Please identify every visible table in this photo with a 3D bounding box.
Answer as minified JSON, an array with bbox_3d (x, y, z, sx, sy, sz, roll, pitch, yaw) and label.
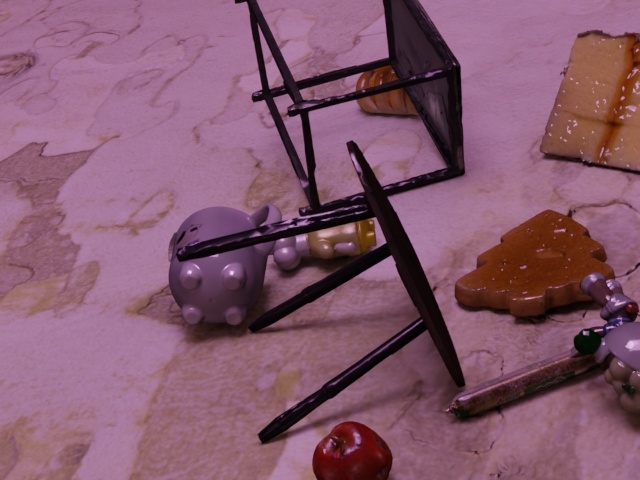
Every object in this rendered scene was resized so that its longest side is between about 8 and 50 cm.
[{"bbox_3d":[0.043,-0.252,2.109,0.272,0.222,0.335,-15,44,-8],"label":"table"},{"bbox_3d":[-0.010,0.056,1.615,0.249,0.317,0.317,-25,27,7],"label":"table"}]

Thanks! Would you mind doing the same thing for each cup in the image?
[{"bbox_3d":[-0.122,0.040,1.805,0.173,0.134,0.142,-13,28,9],"label":"cup"}]

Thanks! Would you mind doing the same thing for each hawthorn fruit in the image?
[{"bbox_3d":[0.032,0.236,1.433,0.093,0.093,0.093,-9,28,5],"label":"hawthorn fruit"}]

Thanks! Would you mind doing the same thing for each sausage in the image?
[{"bbox_3d":[0.268,0.155,1.550,0.269,0.033,0.033,-18,29,-13],"label":"sausage"}]

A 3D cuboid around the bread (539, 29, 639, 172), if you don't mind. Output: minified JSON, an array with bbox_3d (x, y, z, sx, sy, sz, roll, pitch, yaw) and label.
[{"bbox_3d":[0.458,-0.215,2.011,0.240,0.178,0.135,16,37,39],"label":"bread"}]

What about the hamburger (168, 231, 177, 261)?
[{"bbox_3d":[-0.179,0.013,1.971,0.084,0.054,0.121,-12,20,3],"label":"hamburger"}]

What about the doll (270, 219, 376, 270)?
[{"bbox_3d":[0.000,0.000,1.913,0.162,0.062,0.106,-9,24,5],"label":"doll"}]

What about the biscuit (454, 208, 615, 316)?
[{"bbox_3d":[0.294,0.031,1.765,0.212,0.041,0.239,-7,28,22],"label":"biscuit"}]

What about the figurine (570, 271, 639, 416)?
[{"bbox_3d":[0.346,0.120,1.501,0.147,0.093,0.197,18,22,-26],"label":"figurine"}]

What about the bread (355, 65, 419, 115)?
[{"bbox_3d":[0.143,-0.272,2.343,0.177,0.084,0.119,3,30,33],"label":"bread"}]
